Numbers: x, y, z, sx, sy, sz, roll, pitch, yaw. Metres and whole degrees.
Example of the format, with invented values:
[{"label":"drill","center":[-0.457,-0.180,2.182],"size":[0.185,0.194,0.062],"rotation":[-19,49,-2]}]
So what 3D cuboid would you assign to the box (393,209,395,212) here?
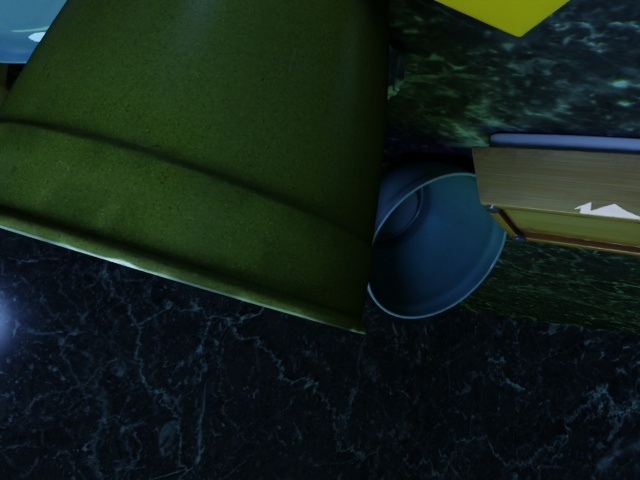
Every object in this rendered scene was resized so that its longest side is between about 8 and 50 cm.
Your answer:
[{"label":"box","center":[0.156,-0.061,1.560],"size":[0.233,0.044,0.159],"rotation":[12,170,31]}]

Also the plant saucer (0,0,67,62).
[{"label":"plant saucer","center":[-0.365,-0.308,0.651],"size":[0.317,0.044,0.317],"rotation":[-12,164,-3]}]

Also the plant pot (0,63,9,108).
[{"label":"plant pot","center":[-0.557,-0.295,0.834],"size":[0.253,0.239,0.254],"rotation":[17,172,2]}]

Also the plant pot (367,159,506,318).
[{"label":"plant pot","center":[0.170,-0.029,1.102],"size":[0.293,0.293,0.196],"rotation":[23,-164,-36]}]

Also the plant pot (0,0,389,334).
[{"label":"plant pot","center":[-0.086,-0.135,0.546],"size":[0.366,0.353,0.366],"rotation":[16,172,2]}]

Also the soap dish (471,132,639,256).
[{"label":"soap dish","center":[0.392,-0.062,0.874],"size":[0.290,0.118,0.229],"rotation":[10,168,34]}]

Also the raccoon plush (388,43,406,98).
[{"label":"raccoon plush","center":[-0.010,-0.143,0.922],"size":[0.446,0.216,0.299],"rotation":[9,176,40]}]

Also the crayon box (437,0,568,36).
[{"label":"crayon box","center":[0.071,-0.266,0.265],"size":[0.313,0.106,0.363],"rotation":[18,172,-12]}]

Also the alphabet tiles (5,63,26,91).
[{"label":"alphabet tiles","center":[-0.449,-0.224,0.921],"size":[0.342,0.285,0.011],"rotation":[14,-179,19]}]
